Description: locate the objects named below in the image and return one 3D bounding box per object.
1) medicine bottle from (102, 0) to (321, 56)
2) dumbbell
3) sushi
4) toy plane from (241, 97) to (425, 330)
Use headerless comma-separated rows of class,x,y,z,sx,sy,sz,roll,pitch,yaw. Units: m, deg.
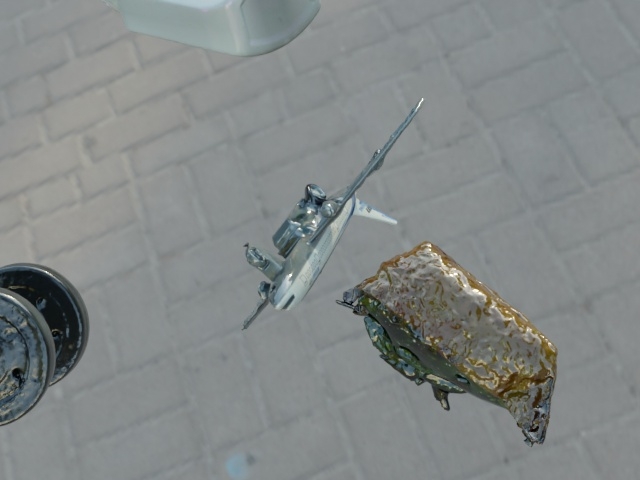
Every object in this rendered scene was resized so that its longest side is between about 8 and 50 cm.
medicine bottle,-0.165,-0.338,1.783,0.324,0.124,0.179,19,47,43
dumbbell,-0.330,0.105,1.391,0.143,0.143,0.325,-17,7,5
sushi,0.157,0.115,1.483,0.287,0.149,0.140,40,90,18
toy plane,-0.002,-0.003,0.920,0.058,0.226,0.226,41,116,6
